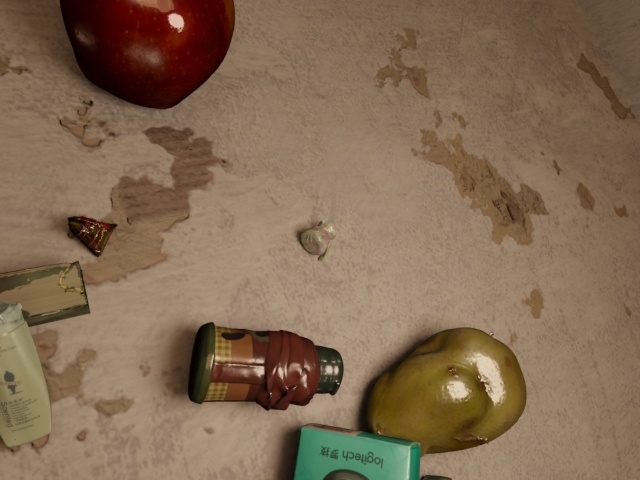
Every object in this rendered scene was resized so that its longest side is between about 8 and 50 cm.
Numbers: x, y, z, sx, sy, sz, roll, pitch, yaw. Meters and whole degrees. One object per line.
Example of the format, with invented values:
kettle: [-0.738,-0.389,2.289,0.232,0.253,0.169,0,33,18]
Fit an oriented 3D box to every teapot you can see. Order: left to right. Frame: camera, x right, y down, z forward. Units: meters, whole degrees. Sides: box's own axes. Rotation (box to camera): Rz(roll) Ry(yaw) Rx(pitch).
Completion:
teapot: [0.000,0.000,0.912,0.064,0.064,0.083,-42,126,-37]

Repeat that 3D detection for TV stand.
TV stand: [-0.504,0.102,0.620,0.269,0.088,0.083,-11,77,-30]

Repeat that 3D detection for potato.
potato: [0.253,0.317,0.850,0.351,0.202,0.218,-25,97,-16]

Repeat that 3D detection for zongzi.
zongzi: [-0.410,-0.019,0.714,0.083,0.073,0.067,30,82,-12]

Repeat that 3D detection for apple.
apple: [-0.312,-0.396,0.744,0.288,0.317,0.288,8,71,-26]

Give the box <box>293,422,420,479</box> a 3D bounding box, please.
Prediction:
box: [0.051,0.484,0.680,0.118,0.205,0.311,46,49,-56]

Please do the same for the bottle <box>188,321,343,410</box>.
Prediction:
bottle: [-0.093,0.228,0.748,0.271,0.143,0.156,10,31,-19]

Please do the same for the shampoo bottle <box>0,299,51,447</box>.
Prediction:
shampoo bottle: [-0.440,0.191,0.588,0.072,0.049,0.213,-12,111,-24]

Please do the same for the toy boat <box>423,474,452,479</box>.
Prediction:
toy boat: [0.237,0.608,0.807,0.085,0.078,0.261,15,66,-39]
